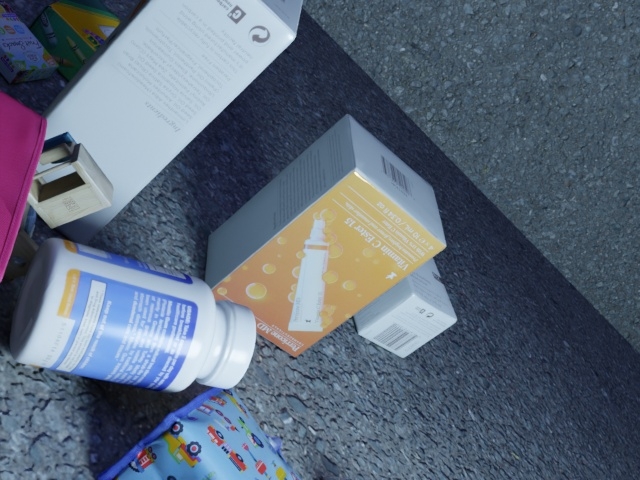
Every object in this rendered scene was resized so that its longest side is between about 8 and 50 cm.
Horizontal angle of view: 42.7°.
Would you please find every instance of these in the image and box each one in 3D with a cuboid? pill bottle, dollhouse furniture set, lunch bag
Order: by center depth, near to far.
[{"bbox_3d":[-0.224,0.104,1.010,0.272,0.152,0.152,19,37,-28],"label":"pill bottle"},{"bbox_3d":[-0.341,-0.059,1.024,0.129,0.184,0.129,-98,165,-47],"label":"dollhouse furniture set"},{"bbox_3d":[-0.105,0.301,1.051,0.221,0.138,0.293,50,15,6],"label":"lunch bag"}]

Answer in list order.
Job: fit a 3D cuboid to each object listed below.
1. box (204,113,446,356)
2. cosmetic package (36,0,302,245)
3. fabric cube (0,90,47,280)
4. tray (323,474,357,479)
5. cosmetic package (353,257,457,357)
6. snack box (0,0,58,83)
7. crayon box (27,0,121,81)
[{"bbox_3d":[0.000,0.000,1.355,0.215,0.345,0.168,37,29,-27],"label":"box"},{"bbox_3d":[-0.235,-0.224,1.143,0.161,0.453,0.230,40,26,-21],"label":"cosmetic package"},{"bbox_3d":[-0.450,-0.040,0.761,0.258,0.259,0.254,34,30,-31],"label":"fabric cube"},{"bbox_3d":[0.112,0.454,1.213,0.270,0.145,0.030,47,64,-7],"label":"tray"},{"bbox_3d":[0.159,0.112,1.700,0.151,0.151,0.183,31,31,-38],"label":"cosmetic package"},{"bbox_3d":[-0.504,-0.321,1.321,0.141,0.037,0.100,51,26,0],"label":"snack box"},{"bbox_3d":[-0.371,-0.308,1.475,0.278,0.081,0.165,46,25,-11],"label":"crayon box"}]
